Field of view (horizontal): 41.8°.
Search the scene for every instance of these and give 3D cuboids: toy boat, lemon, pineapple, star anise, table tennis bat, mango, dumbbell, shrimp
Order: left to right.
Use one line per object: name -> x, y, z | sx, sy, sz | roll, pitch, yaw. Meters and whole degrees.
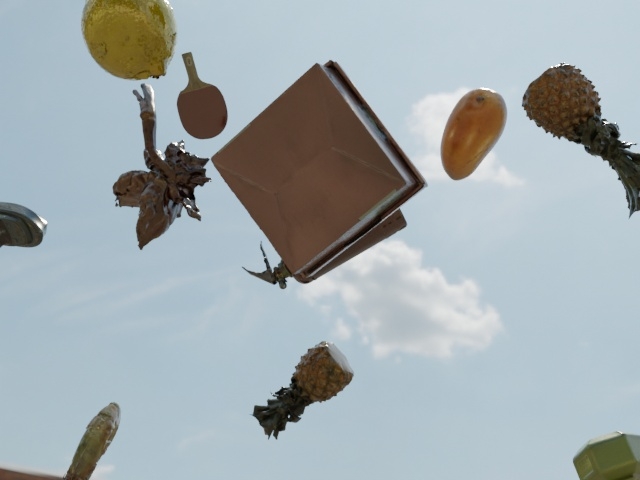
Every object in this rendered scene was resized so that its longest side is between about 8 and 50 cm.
toy boat -> -0.392, -0.018, 1.063 | 0.141, 0.060, 0.055 | 7, -56, 37
shrimp -> -0.539, 0.503, 1.960 | 0.061, 0.267, 0.145 | 19, -36, 2
lemon -> -0.346, -0.383, 1.535 | 0.174, 0.206, 0.173 | -28, -10, -5
star anise -> -0.346, -0.156, 1.757 | 0.237, 0.346, 0.148 | -1, 3, 25
table tennis bat -> -0.218, -0.258, 1.496 | 0.087, 0.156, 0.013 | -16, 13, -2
pineapple -> -0.045, 0.341, 1.895 | 0.248, 0.128, 0.128 | -42, -44, 6
mango -> 0.324, -0.222, 1.801 | 0.112, 0.145, 0.219 | 35, -56, 27
pineapple -> 0.449, -0.158, 1.348 | 0.119, 0.277, 0.130 | -33, -20, -18
dumbbell -> 0.503, 0.451, 1.303 | 0.108, 0.301, 0.121 | -7, -33, -17

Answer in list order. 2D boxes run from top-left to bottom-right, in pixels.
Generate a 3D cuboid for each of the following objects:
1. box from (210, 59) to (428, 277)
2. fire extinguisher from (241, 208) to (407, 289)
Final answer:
box -> -0.008, -0.094, 1.112 | 0.215, 0.215, 0.086 | -38, -11, 18
fire extinguisher -> 0.000, 0.000, 1.729 | 0.344, 0.138, 0.102 | -29, -28, 2
